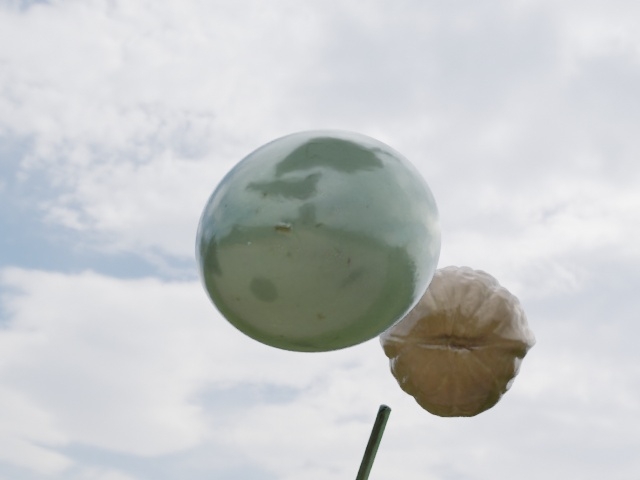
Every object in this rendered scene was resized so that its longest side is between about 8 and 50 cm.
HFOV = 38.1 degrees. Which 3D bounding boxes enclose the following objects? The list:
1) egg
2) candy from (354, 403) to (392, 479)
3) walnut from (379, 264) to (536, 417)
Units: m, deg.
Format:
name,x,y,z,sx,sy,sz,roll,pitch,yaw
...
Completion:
name,x,y,z,sx,sy,sz,roll,pitch,yaw
egg,0.000,0.000,0.624,0.149,0.149,0.192,-18,-3,40
candy,0.021,0.291,0.849,0.091,0.305,0.083,27,16,35
walnut,0.199,0.146,1.347,0.225,0.225,0.261,2,-2,13
